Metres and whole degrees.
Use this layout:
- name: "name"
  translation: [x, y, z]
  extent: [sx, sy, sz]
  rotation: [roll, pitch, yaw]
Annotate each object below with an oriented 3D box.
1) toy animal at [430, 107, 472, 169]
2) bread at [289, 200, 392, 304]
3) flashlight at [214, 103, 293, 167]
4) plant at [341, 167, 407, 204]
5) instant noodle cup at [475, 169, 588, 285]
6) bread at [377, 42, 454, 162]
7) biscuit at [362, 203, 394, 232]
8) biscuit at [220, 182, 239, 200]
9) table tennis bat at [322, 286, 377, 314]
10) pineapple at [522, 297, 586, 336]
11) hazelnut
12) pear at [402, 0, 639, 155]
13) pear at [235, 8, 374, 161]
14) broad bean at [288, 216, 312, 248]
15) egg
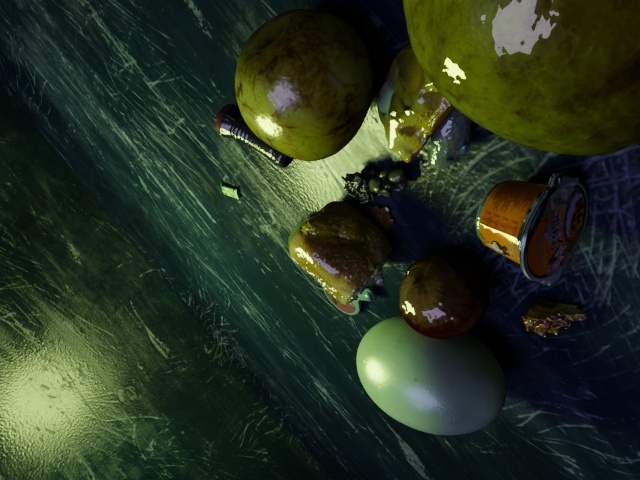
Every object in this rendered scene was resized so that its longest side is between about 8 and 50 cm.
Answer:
- name: "toy animal"
  translation: [0.254, -0.234, 0.818]
  extent: [0.079, 0.070, 0.252]
  rotation: [13, 132, -9]
- name: "bread"
  translation: [0.064, 0.026, 1.163]
  extent: [0.246, 0.195, 0.176]
  rotation: [42, 160, 5]
- name: "flashlight"
  translation: [-0.167, -0.274, 1.237]
  extent: [0.232, 0.093, 0.093]
  rotation: [32, 144, 14]
- name: "plant"
  translation: [0.123, -0.129, 1.055]
  extent: [0.174, 0.087, 0.085]
  rotation: [0, 159, 45]
- name: "instant noodle cup"
  translation: [0.355, -0.032, 0.816]
  extent: [0.126, 0.178, 0.208]
  rotation: [28, 125, 50]
- name: "bread"
  translation: [0.167, -0.260, 0.809]
  extent: [0.233, 0.088, 0.160]
  rotation: [-51, 50, 54]
- name: "biscuit"
  translation: [0.142, -0.061, 1.155]
  extent: [0.092, 0.016, 0.082]
  rotation: [27, 142, 27]
- name: "biscuit"
  translation: [-0.299, -0.163, 1.556]
  extent: [0.089, 0.016, 0.046]
  rotation: [20, 136, 36]
- name: "table tennis bat"
  translation: [0.088, 0.165, 1.434]
  extent: [0.244, 0.040, 0.152]
  rotation: [-10, 115, 58]
- name: "pineapple"
  translation: [0.481, 0.150, 0.953]
  extent: [0.114, 0.077, 0.114]
  rotation: [28, 148, -36]
- name: "hazelnut"
  translation: [0.284, 0.134, 1.056]
  extent: [0.208, 0.208, 0.208]
  rotation: [30, 143, 26]
- name: "pear"
  translation: [0.265, -0.282, 0.503]
  extent: [0.352, 0.352, 0.413]
  rotation: [-21, 103, 55]
- name: "pear"
  translation: [-0.026, -0.292, 0.901]
  extent: [0.284, 0.283, 0.283]
  rotation: [30, 143, 26]
- name: "broad bean"
  translation: [-0.001, 0.002, 1.348]
  extent: [0.207, 0.072, 0.153]
  rotation: [-9, 121, 38]
- name: "egg"
  translation: [0.265, 0.329, 1.173]
  extent: [0.389, 0.276, 0.276]
  rotation: [13, 133, 40]
